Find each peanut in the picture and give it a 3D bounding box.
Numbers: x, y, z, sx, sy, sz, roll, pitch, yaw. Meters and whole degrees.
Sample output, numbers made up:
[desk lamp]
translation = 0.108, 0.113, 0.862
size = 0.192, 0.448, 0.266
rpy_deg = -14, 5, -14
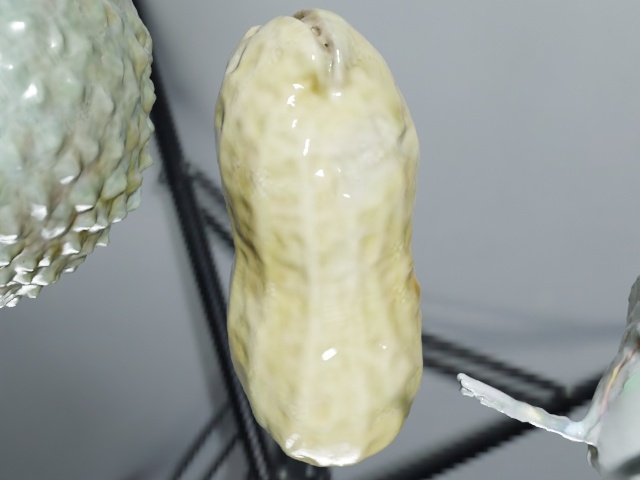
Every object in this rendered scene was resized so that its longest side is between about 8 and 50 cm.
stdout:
[peanut]
translation = 0.000, 0.000, 1.170
size = 0.130, 0.130, 0.290
rpy_deg = 0, 112, 6

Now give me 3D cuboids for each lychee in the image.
[lychee]
translation = -0.218, -0.082, 1.050
size = 0.255, 0.255, 0.274
rpy_deg = -3, 130, 8

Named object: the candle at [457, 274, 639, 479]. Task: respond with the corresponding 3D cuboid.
[candle]
translation = 0.240, 0.090, 1.038
size = 0.330, 0.187, 0.187
rpy_deg = -11, 128, -6
